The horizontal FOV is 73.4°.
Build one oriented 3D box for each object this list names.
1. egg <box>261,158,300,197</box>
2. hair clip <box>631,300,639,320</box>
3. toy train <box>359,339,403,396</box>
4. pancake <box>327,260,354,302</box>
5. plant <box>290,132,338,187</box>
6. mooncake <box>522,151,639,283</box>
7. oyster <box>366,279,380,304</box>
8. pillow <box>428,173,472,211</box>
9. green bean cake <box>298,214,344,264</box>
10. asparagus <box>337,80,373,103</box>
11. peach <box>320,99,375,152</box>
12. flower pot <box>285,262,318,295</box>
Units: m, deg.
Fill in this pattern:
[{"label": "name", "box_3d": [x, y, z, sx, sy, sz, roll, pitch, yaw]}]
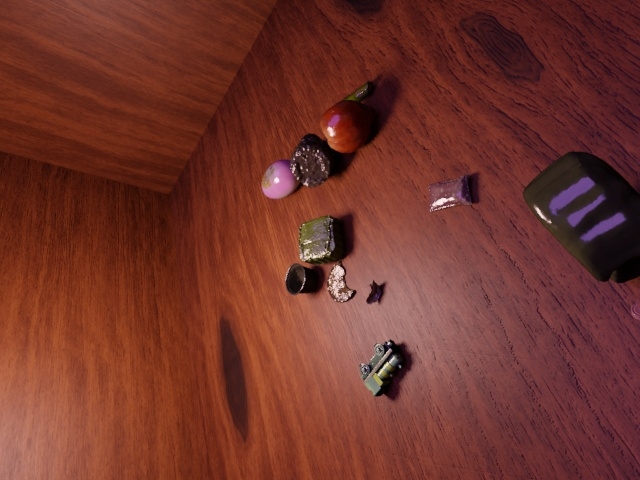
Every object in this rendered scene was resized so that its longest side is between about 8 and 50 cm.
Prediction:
[{"label": "egg", "box_3d": [-0.218, -0.326, 2.352, 0.271, 0.196, 0.196, -52, 43, 45]}, {"label": "hair clip", "box_3d": [0.803, 0.131, 0.990, 0.123, 0.102, 0.138, 9, 86, 49]}, {"label": "toy train", "box_3d": [0.236, 0.476, 1.624, 0.132, 0.083, 0.200, 47, 116, 35]}, {"label": "pancake", "box_3d": [0.091, 0.185, 1.939, 0.184, 0.020, 0.190, -11, 72, 50]}, {"label": "plant", "box_3d": [-0.030, -0.407, 2.137, 0.215, 0.213, 0.312, -57, 6, 22]}, {"label": "mooncake", "box_3d": [0.667, -0.058, 1.024, 0.187, 0.351, 0.351, -50, 45, 31]}, {"label": "oyster", "box_3d": [0.206, 0.211, 1.749, 0.083, 0.080, 0.038, -39, 16, -5]}, {"label": "pillow", "box_3d": [0.464, -0.170, 1.558, 0.185, 0.043, 0.118, -11, 73, 50]}, {"label": "green bean cake", "box_3d": [0.000, 0.000, 1.997, 0.200, 0.113, 0.214, -15, 70, 28]}, {"label": "asparagus", "box_3d": [0.154, -0.684, 2.100, 0.278, 0.060, 0.067, -20, 44, 47]}, {"label": "peach", "box_3d": [0.135, -0.530, 1.956, 0.257, 0.232, 0.232, -20, 59, 10]}, {"label": "flower pot", "box_3d": [-0.086, 0.194, 2.090, 0.157, 0.107, 0.157, -17, 67, 45]}]
